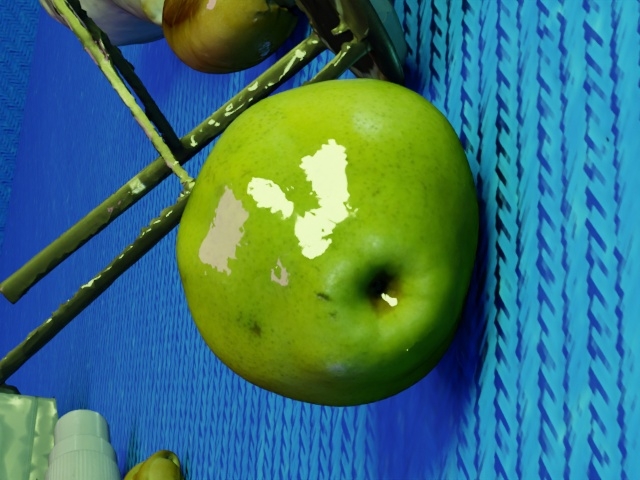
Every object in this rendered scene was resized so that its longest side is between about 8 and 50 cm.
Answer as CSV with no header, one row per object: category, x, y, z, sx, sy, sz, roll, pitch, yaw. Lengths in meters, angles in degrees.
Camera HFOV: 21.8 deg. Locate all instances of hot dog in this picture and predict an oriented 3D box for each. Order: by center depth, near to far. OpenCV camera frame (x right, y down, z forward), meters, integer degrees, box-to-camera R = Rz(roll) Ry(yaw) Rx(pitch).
hot dog,-0.037,-0.117,0.746,0.140,0.060,0.090,-176,98,-70

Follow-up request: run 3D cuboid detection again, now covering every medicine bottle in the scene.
medicine bottle,-0.136,0.192,0.977,0.221,0.061,0.092,-103,5,-57

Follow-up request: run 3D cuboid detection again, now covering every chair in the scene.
chair,-0.025,-0.116,0.541,0.325,0.170,0.160,-37,13,-1

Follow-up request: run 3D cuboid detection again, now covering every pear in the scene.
pear,0.000,0.000,0.466,0.097,0.092,0.092,-156,74,-75

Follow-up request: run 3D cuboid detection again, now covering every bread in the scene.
bread,-0.092,0.149,0.866,0.049,0.033,0.088,-90,14,-51

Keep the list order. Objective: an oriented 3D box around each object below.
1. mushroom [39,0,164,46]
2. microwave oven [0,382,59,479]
mushroom,-0.107,-0.170,0.976,0.351,0.097,0.109,-162,82,-73
microwave oven,-0.336,0.215,1.405,0.295,0.237,0.181,128,149,-72
